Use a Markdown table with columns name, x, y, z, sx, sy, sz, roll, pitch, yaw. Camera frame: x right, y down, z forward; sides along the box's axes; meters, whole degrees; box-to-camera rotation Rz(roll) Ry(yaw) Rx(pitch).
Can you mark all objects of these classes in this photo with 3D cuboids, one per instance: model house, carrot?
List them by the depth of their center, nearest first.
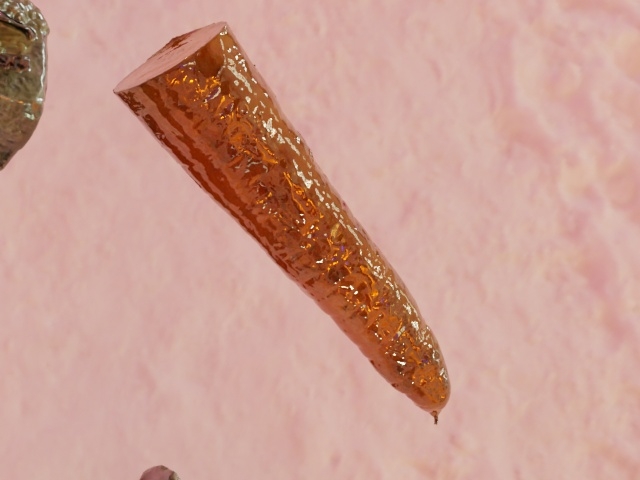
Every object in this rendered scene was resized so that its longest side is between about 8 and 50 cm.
| name | x | y | z | sx | sy | sz | roll | pitch | yaw |
| --- | --- | --- | --- | --- | --- | --- | --- | --- | --- |
| carrot | 0.000 | 0.000 | 0.652 | 0.224 | 0.057 | 0.057 | 51 | 47 | -21 |
| model house | -0.195 | -0.095 | 0.858 | 0.066 | 0.079 | 0.083 | 12 | 47 | -25 |

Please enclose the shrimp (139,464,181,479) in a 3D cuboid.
| name | x | y | z | sx | sy | sz | roll | pitch | yaw |
| --- | --- | --- | --- | --- | --- | --- | --- | --- | --- |
| shrimp | -0.221 | 0.091 | 0.493 | 0.410 | 0.166 | 0.221 | 34 | 8 | -36 |
